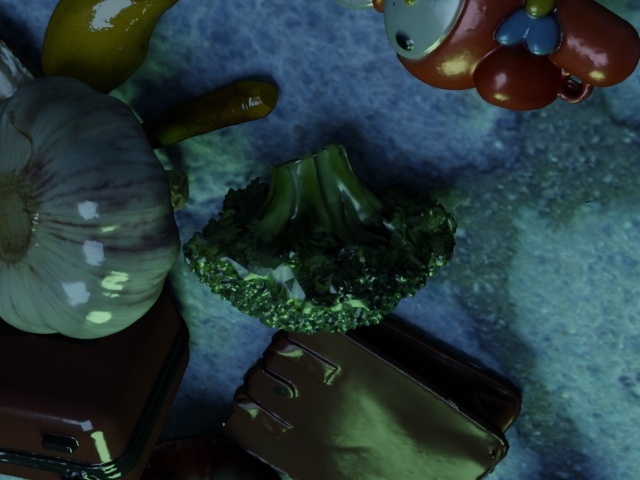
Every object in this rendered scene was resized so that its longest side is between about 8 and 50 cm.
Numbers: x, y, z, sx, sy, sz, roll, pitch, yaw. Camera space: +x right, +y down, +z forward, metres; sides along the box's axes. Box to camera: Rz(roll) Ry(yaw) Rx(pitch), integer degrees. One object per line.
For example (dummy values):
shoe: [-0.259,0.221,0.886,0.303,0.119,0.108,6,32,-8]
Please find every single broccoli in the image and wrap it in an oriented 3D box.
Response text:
broccoli: [0.002,0.003,1.358,0.226,0.198,0.176,-32,105,19]

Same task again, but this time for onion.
onion: [-0.178,0.312,1.693,0.272,0.195,0.272,-13,131,-16]

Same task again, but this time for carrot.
carrot: [-0.117,-0.121,1.409,0.170,0.042,0.042,-16,119,34]

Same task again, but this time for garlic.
garlic: [-0.204,-0.035,1.376,0.245,0.253,0.245,8,103,38]

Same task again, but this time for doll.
doll: [0.124,-0.199,1.189,0.290,0.130,0.161,35,119,11]

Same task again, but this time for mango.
mango: [-0.203,-0.199,1.354,0.098,0.075,0.190,28,131,-22]

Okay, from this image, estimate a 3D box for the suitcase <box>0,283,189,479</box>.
suitcase: [-0.308,0.136,1.560,0.297,0.236,0.161,8,140,16]

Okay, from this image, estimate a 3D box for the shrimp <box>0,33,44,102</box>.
shrimp: [-0.315,-0.134,1.462,0.154,0.062,0.294,-11,124,35]

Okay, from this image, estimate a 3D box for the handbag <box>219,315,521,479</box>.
handbag: [0.050,0.193,1.570,0.275,0.084,0.260,32,134,-4]
